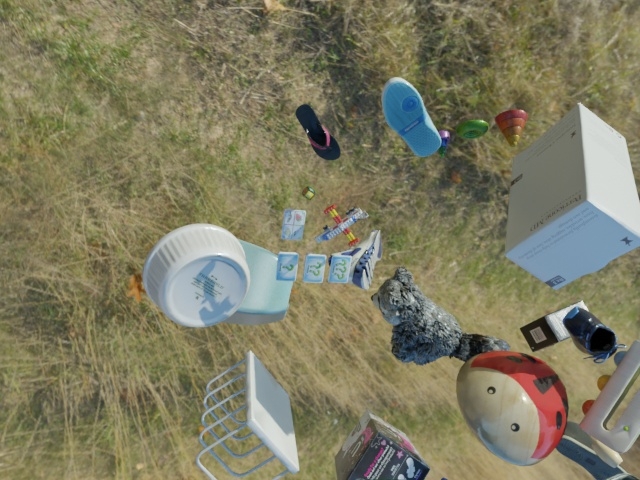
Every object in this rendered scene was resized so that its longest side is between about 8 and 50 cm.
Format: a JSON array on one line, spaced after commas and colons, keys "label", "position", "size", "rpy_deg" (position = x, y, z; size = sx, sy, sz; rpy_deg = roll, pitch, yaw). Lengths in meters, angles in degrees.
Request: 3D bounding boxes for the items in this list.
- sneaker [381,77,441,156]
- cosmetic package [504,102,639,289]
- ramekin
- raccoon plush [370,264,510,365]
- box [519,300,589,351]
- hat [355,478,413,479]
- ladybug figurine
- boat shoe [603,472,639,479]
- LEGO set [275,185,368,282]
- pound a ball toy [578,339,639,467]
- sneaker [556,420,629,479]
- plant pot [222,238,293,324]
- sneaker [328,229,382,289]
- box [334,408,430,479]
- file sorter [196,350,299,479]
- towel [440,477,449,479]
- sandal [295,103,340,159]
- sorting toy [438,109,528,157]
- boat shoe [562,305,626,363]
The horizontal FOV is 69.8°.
[{"label": "sneaker", "position": [0.266, -0.430, 1.479], "size": [0.127, 0.208, 0.319], "rpy_deg": [-28, 137, 16]}, {"label": "cosmetic package", "position": [0.551, -0.105, 1.021], "size": [0.156, 0.385, 0.217], "rpy_deg": [34, 136, -6]}, {"label": "ramekin", "position": [-0.307, 0.102, 1.184], "size": [0.273, 0.127, 0.272], "rpy_deg": [-15, 122, -24]}, {"label": "raccoon plush", "position": [0.392, 0.235, 1.514], "size": [0.447, 0.216, 0.299], "rpy_deg": [-3, 128, 9]}, {"label": "box", "position": [0.773, 0.283, 1.503], "size": [0.158, 0.093, 0.156], "rpy_deg": [-17, 158, -16]}, {"label": "hat", "position": [0.118, 0.531, 0.807], "size": [0.209, 0.183, 0.173], "rpy_deg": [-3, 160, 1]}, {"label": "ladybug figurine", "position": [0.544, 0.428, 1.253], "size": [0.449, 0.305, 0.162], "rpy_deg": [0, 140, -50]}, {"label": "boat shoe", "position": [0.628, 0.577, 0.991], "size": [0.335, 0.121, 0.119], "rpy_deg": [12, 97, -53]}, {"label": "LEGO set", "position": [0.000, 0.000, 1.054], "size": [0.183, 0.060, 0.244], "rpy_deg": [4, 116, -11]}, {"label": "pound a ball toy", "position": [0.801, 0.434, 1.224], "size": [0.208, 0.136, 0.319], "rpy_deg": [31, 92, -49]}, {"label": "sneaker", "position": [0.816, 0.629, 1.366], "size": [0.118, 0.222, 0.083], "rpy_deg": [-27, 146, -55]}, {"label": "plant pot", "position": [-0.223, 0.160, 1.563], "size": [0.252, 0.247, 0.248], "rpy_deg": [13, 158, -4]}, {"label": "sneaker", "position": [0.134, 0.065, 1.844], "size": [0.315, 0.182, 0.127], "rpy_deg": [-59, 146, -49]}, {"label": "box", "position": [0.134, 0.524, 1.088], "size": [0.163, 0.142, 0.247], "rpy_deg": [-55, 176, -7]}, {"label": "file sorter", "position": [-0.190, 0.463, 1.167], "size": [0.173, 0.277, 0.192], "rpy_deg": [-32, 111, 3]}, {"label": "towel", "position": [0.271, 0.674, 0.886], "size": [0.335, 0.243, 0.040], "rpy_deg": [-63, 168, -9]}, {"label": "sandal", "position": [-0.008, -0.290, 1.261], "size": [0.067, 0.040, 0.179], "rpy_deg": [-33, 113, 10]}, {"label": "sorting toy", "position": [0.629, -0.401, 1.819], "size": [0.127, 0.366, 0.126], "rpy_deg": [23, 64, -54]}, {"label": "boat shoe", "position": [0.701, 0.260, 1.172], "size": [0.258, 0.089, 0.109], "rpy_deg": [28, 103, -34]}]
